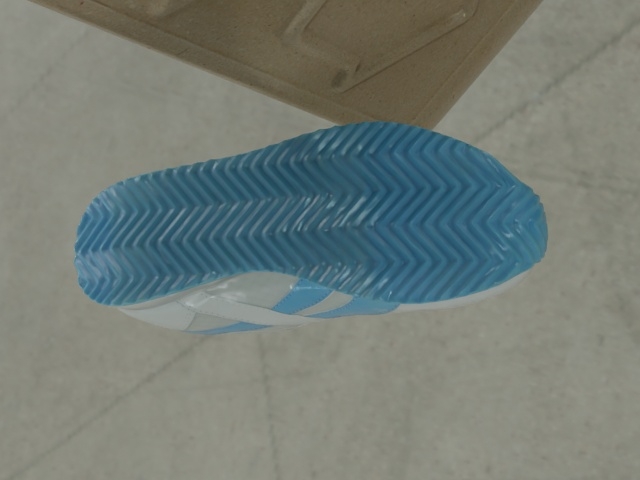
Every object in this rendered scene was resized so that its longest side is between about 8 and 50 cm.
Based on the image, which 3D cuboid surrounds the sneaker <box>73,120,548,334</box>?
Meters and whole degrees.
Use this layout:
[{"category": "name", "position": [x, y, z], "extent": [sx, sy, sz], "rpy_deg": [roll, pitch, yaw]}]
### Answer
[{"category": "sneaker", "position": [0.000, 0.000, 0.658], "extent": [0.229, 0.092, 0.087], "rpy_deg": [-3, 75, 23]}]

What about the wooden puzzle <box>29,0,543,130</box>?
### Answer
[{"category": "wooden puzzle", "position": [0.039, -0.209, 0.616], "extent": [0.322, 0.348, 0.080], "rpy_deg": [-49, 57, 21]}]
